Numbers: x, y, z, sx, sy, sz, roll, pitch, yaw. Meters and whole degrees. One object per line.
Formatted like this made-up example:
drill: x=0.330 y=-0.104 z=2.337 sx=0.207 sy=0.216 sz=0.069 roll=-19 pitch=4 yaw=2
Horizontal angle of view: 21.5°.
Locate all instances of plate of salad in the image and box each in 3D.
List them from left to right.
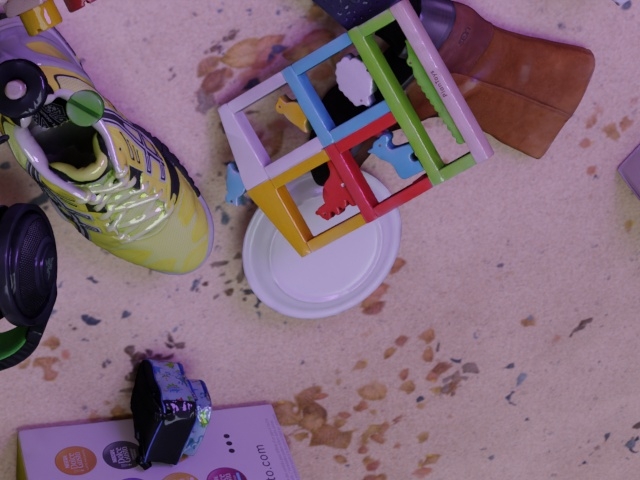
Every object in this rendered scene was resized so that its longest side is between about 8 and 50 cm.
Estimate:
plate of salad: x=0.000 y=0.000 z=1.994 sx=0.200 sy=0.048 sz=0.200 roll=-9 pitch=118 yaw=-17

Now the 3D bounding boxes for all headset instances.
headset: x=-0.394 y=0.022 z=1.746 sx=0.243 sy=0.185 sz=0.394 roll=18 pitch=136 yaw=-5

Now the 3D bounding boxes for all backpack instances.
backpack: x=-0.183 y=0.204 z=2.044 sx=0.084 sy=0.114 sz=0.105 roll=6 pitch=124 yaw=-26

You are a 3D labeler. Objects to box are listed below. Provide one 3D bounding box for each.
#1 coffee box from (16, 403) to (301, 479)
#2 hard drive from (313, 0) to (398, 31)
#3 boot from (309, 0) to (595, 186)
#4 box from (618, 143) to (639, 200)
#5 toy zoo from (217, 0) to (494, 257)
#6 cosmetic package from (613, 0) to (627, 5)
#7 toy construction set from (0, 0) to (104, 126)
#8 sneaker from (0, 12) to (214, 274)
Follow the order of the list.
coffee box: x=-0.195 y=0.451 z=2.082 sx=0.334 sy=0.337 sz=0.338 roll=-4 pitch=128 yaw=-17
hard drive: x=0.071 y=-0.351 z=1.754 sx=0.255 sy=0.054 sz=0.172 roll=-43 pitch=128 yaw=15
boot: x=0.148 y=-0.146 z=1.940 sx=0.280 sy=0.096 sz=0.264 roll=15 pitch=112 yaw=-37
box: x=0.535 y=-0.039 z=2.116 sx=0.311 sy=0.121 sz=0.148 roll=30 pitch=111 yaw=-34
toy zoo: x=0.017 y=-0.108 z=1.828 sx=0.293 sy=0.030 sz=0.192 roll=-29 pitch=93 yaw=25
cosmetic package: x=0.295 y=-0.458 z=1.688 sx=0.217 sy=0.156 sz=0.385 roll=-31 pitch=131 yaw=7
toy construction set: x=-0.327 y=-0.253 z=1.498 sx=0.257 sy=0.237 sz=0.309 roll=1 pitch=98 yaw=-2
sneaker: x=-0.242 y=-0.069 z=1.795 sx=0.145 sy=0.147 sz=0.384 roll=-37 pitch=130 yaw=7
